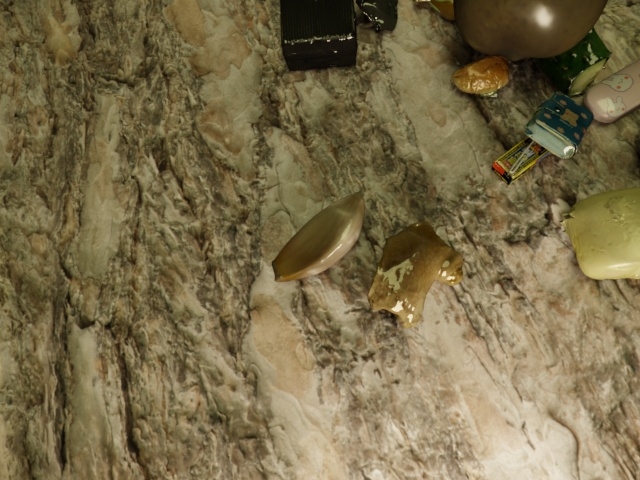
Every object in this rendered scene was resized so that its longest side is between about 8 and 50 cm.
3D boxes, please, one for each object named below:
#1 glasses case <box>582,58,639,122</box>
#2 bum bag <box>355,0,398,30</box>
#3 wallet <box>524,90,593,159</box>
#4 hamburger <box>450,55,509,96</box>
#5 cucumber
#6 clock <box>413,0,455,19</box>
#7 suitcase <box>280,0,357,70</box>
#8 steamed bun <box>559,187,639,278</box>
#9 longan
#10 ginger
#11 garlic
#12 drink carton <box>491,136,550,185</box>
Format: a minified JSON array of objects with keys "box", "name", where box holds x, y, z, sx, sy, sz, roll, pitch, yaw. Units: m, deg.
[{"box":[0.863,-0.423,1.209,0.297,0.075,0.113,-29,71,-4],"name":"glasses case"},{"box":[0.185,-0.804,1.375,0.142,0.080,0.325,12,74,-26],"name":"bum bag"},{"box":[0.630,-0.309,1.164,0.141,0.059,0.202,37,55,11],"name":"wallet"},{"box":[0.470,-0.462,1.254,0.176,0.087,0.102,-18,71,-2],"name":"hamburger"},{"box":[0.663,-0.569,1.248,0.105,0.145,0.325,-16,68,-6],"name":"cucumber"},{"box":[0.452,-0.814,1.345,0.349,0.117,0.285,-4,73,5],"name":"clock"},{"box":[-0.010,-0.695,1.337,0.230,0.152,0.334,-4,73,5],"name":"suitcase"},{"box":[0.745,-0.021,1.055,0.273,0.166,0.231,-1,75,5],"name":"steamed bun"},{"box":[0.516,-0.620,1.106,0.362,0.361,0.360,-2,73,5],"name":"longan"},{"box":[0.236,0.082,1.098,0.222,0.130,0.275,12,81,0],"name":"ginger"},{"box":[0.005,0.005,1.151,0.318,0.112,0.143,-36,51,1],"name":"garlic"},{"box":[0.551,-0.228,1.193,0.166,0.056,0.071,-37,69,-6],"name":"drink carton"}]
